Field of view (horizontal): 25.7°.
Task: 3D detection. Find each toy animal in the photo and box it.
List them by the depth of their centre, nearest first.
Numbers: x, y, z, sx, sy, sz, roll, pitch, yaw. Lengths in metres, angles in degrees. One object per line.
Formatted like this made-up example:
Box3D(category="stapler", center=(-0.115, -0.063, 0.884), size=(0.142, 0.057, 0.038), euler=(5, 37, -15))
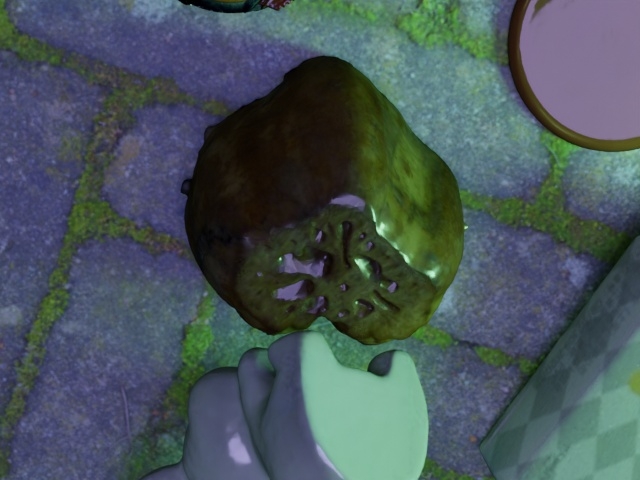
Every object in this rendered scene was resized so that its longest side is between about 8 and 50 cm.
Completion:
Box3D(category="toy animal", center=(-0.056, 0.249, 1.533), size=(0.196, 0.367, 0.241), euler=(21, 63, -35))

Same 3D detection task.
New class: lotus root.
Box3D(category="lotus root", center=(0.000, 0.000, 1.512), size=(0.316, 0.250, 0.316), euler=(-1, 116, -2))

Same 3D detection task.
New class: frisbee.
Box3D(category="frisbee", center=(0.332, -0.219, 1.552), size=(0.250, 0.021, 0.251), euler=(0, 107, -1))

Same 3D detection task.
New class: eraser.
Box3D(category="eraser", center=(0.374, 0.160, 1.591), size=(0.213, 0.082, 0.397), euler=(30, 112, -9))

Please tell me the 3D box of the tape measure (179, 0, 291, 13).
Box3D(category="tape measure", center=(-0.088, -0.343, 1.451), size=(0.202, 0.135, 0.223), euler=(32, 108, -18))
